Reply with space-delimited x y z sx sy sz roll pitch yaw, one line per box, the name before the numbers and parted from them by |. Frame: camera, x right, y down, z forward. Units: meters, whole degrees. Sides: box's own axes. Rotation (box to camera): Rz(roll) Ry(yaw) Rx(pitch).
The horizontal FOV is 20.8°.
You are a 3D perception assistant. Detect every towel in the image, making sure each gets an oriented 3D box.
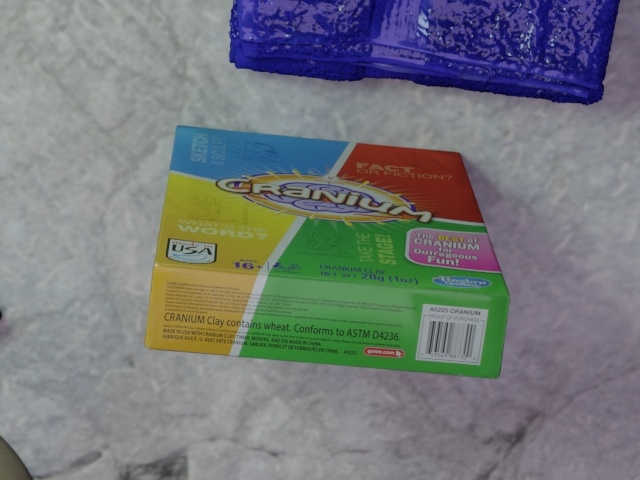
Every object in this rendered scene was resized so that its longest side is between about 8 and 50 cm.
towel | 0.089 -0.222 1.344 0.308 0.076 0.227 6 112 -4

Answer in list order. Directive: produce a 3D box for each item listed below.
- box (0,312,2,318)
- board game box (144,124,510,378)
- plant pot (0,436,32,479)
box | -0.365 0.050 1.460 0.162 0.029 0.116 -24 110 6
board game box | 0.000 0.000 1.299 0.242 0.316 0.064 5 110 -4
plant pot | -0.385 0.292 1.468 0.284 0.191 0.284 -1 112 -1
